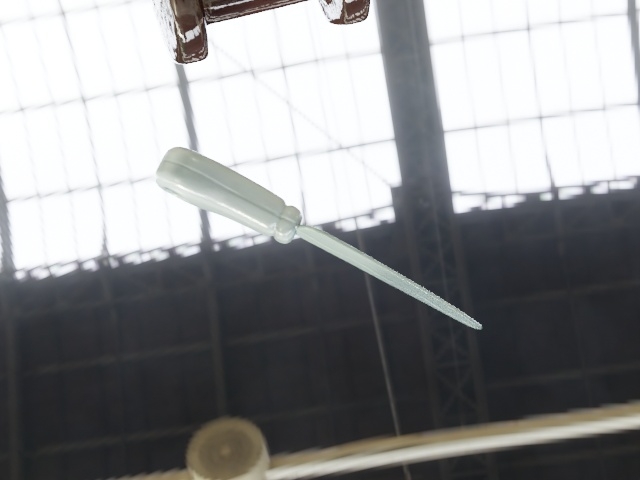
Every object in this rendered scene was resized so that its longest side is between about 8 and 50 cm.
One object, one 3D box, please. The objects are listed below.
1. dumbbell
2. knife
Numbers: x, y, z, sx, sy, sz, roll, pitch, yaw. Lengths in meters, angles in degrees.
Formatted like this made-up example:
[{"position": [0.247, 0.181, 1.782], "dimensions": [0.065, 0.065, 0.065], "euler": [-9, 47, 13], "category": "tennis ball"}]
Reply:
[{"position": [-0.067, -0.270, 1.500], "dimensions": [0.225, 0.124, 0.140], "euler": [-16, -168, -13], "category": "dumbbell"}, {"position": [-0.001, -0.001, 1.280], "dimensions": [0.331, 0.080, 0.044], "euler": [26, -101, 8], "category": "knife"}]
